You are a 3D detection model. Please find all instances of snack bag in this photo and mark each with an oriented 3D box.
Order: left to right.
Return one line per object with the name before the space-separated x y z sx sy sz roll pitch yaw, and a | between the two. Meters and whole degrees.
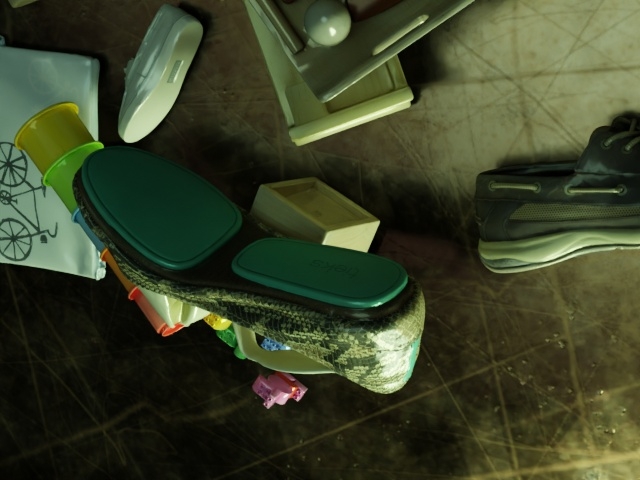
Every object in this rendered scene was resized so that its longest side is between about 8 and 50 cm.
snack bag | -0.442 -0.123 1.692 0.342 0.037 0.323 8 108 18

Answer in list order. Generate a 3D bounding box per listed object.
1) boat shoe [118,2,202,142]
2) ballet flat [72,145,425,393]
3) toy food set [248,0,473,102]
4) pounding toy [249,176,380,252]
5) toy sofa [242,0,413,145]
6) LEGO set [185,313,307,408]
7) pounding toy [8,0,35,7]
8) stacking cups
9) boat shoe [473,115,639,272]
boat shoe | -0.215 -0.212 1.555 0.063 0.066 0.184 41 120 24
ballet flat | -0.096 0.050 1.402 0.482 0.164 0.182 23 132 30
toy food set | 0.004 -0.327 1.276 0.219 0.092 0.306 -35 97 2
pounding toy | 0.000 0.000 1.493 0.130 0.141 0.100 35 116 27
toy sofa | -0.022 -0.300 1.414 0.150 0.177 0.363 -20 96 2
LEGO set | -0.111 0.118 1.583 0.227 0.093 0.087 38 116 10
pounding toy | -0.276 -0.356 1.487 0.269 0.154 0.155 -31 91 28
stacking cups | -0.260 -0.026 1.545 0.096 0.096 0.316 -43 76 27
boat shoe | 0.321 -0.062 1.324 0.355 0.132 0.130 -15 98 25
